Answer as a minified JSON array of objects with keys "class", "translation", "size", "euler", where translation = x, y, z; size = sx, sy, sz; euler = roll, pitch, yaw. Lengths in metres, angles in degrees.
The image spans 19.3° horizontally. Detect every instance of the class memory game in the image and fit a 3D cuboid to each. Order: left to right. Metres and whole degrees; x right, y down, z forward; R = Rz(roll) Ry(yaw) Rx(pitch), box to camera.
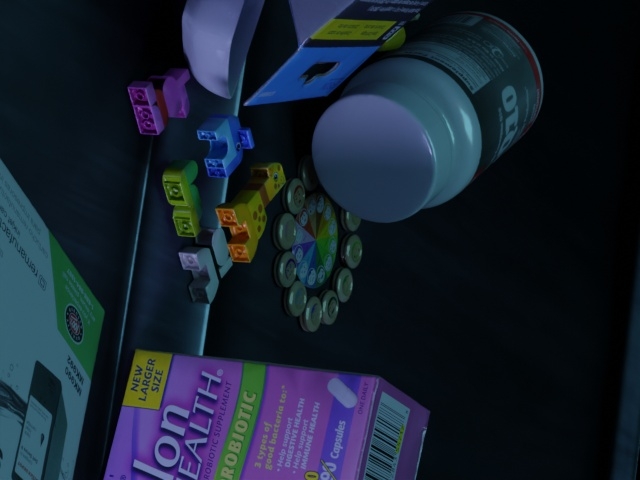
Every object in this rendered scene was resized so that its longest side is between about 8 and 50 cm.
[{"class":"memory game","translation":[0.000,0.000,1.922],"size":[0.186,0.012,0.186],"euler":[-12,104,-61]}]

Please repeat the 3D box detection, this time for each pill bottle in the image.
[{"class":"pill bottle","translation":[0.113,-0.128,1.952],"size":[0.283,0.161,0.161],"euler":[-40,128,-56]}]

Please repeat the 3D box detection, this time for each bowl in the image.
[{"class":"bowl","translation":[-0.084,-0.208,1.655],"size":[0.142,0.053,0.142],"euler":[97,8,-70]}]

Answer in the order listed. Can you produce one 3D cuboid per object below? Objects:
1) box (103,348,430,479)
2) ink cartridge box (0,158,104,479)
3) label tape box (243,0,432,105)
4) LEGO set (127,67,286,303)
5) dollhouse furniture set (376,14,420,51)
[{"class":"box","translation":[-0.055,0.218,1.600],"size":[0.117,0.243,0.213],"euler":[38,61,-57]},{"class":"ink cartridge box","translation":[-0.257,0.111,1.262],"size":[0.211,0.121,0.289],"euler":[62,25,-46]},{"class":"label tape box","translation":[0.064,-0.260,1.574],"size":[0.106,0.334,0.240],"euler":[53,17,6]},{"class":"LEGO set","translation":[-0.085,-0.059,1.676],"size":[0.093,0.087,0.227],"euler":[-52,139,-46]},{"class":"dollhouse furniture set","translation":[0.092,-0.310,1.763],"size":[0.198,0.286,0.303],"euler":[-56,128,-43]}]
